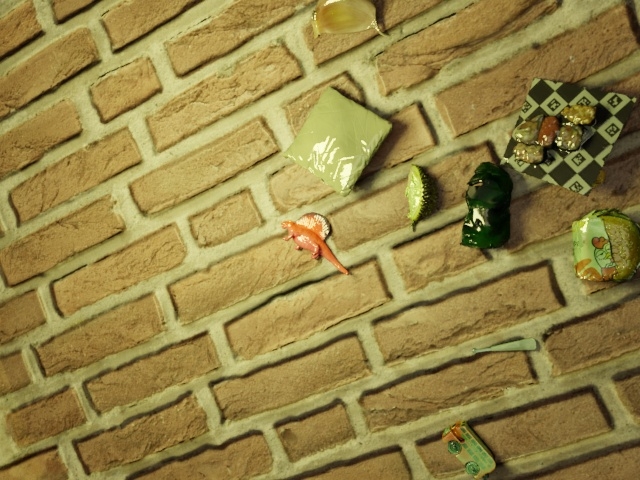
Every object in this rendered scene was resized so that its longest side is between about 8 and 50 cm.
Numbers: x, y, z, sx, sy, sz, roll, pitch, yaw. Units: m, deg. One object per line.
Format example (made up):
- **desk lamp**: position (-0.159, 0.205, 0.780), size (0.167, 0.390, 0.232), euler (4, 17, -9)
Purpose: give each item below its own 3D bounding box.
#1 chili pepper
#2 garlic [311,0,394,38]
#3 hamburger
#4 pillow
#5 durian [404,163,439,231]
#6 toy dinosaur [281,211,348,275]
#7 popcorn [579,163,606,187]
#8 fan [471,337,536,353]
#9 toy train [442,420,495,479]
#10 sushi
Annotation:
- **chili pepper**: position (0.502, -0.103, 1.781), size (0.148, 0.116, 0.265), euler (8, 96, 13)
- **garlic**: position (0.104, -0.726, 1.881), size (0.266, 0.148, 0.129), euler (12, 60, 19)
- **hamburger**: position (0.831, 0.016, 1.684), size (0.235, 0.125, 0.214), euler (4, 104, 30)
- **pillow**: position (0.054, -0.317, 1.907), size (0.280, 0.076, 0.274), euler (36, 98, 25)
- **durian**: position (0.314, -0.134, 1.869), size (0.100, 0.086, 0.215), euler (0, 90, 50)
- **toy dinosaur**: position (0.001, -0.008, 1.972), size (0.286, 0.070, 0.139), euler (29, 78, 11)
- **popcorn**: position (0.787, -0.197, 1.719), size (0.084, 0.084, 0.084), euler (1, 93, 16)
- **fan**: position (0.563, 0.327, 1.838), size (0.193, 0.016, 0.038), euler (-10, 87, 15)
- **toy train**: position (0.464, 0.650, 1.856), size (0.099, 0.072, 0.188), euler (-44, 80, 8)
- **sushi**: position (0.686, -0.308, 1.702), size (0.292, 0.059, 0.294), euler (26, 99, 32)
